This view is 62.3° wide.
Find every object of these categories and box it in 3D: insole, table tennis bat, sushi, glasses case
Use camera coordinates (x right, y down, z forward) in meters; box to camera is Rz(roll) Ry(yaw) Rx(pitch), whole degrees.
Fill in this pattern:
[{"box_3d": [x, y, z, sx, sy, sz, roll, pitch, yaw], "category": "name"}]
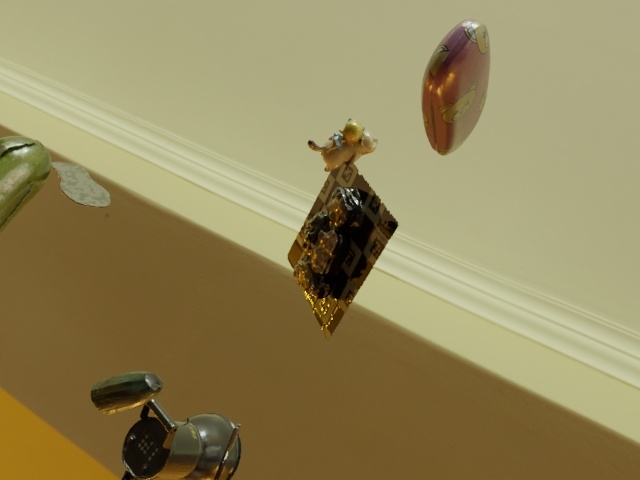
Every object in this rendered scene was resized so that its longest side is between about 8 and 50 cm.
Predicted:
[{"box_3d": [-0.345, -0.081, 0.758, 0.193, 0.065, 0.006, 35, -69, 46], "category": "insole"}, {"box_3d": [-0.117, 0.266, 0.655, 0.007, 0.050, 0.083, 22, -86, -3], "category": "table tennis bat"}, {"box_3d": [0.000, 0.000, 0.757, 0.215, 0.050, 0.192, -62, -143, 28], "category": "sushi"}, {"box_3d": [0.220, -0.234, 0.865, 0.076, 0.316, 0.123, 35, -92, 18], "category": "glasses case"}]

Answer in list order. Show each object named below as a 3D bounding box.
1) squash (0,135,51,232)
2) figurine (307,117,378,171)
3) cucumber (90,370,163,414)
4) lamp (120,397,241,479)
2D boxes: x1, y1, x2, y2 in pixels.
[{"box_3d": [-0.454, 0.000, 0.637, 0.094, 0.094, 0.341, 16, -115, 21], "category": "squash"}, {"box_3d": [0.030, -0.127, 0.692, 0.083, 0.050, 0.047, -24, -127, 14], "category": "figurine"}, {"box_3d": [-0.248, 0.194, 0.687, 0.105, 0.048, 0.048, -21, -100, 27], "category": "cucumber"}, {"box_3d": [-0.265, 0.378, 0.941, 0.147, 0.227, 0.172, 38, -93, 31], "category": "lamp"}]
